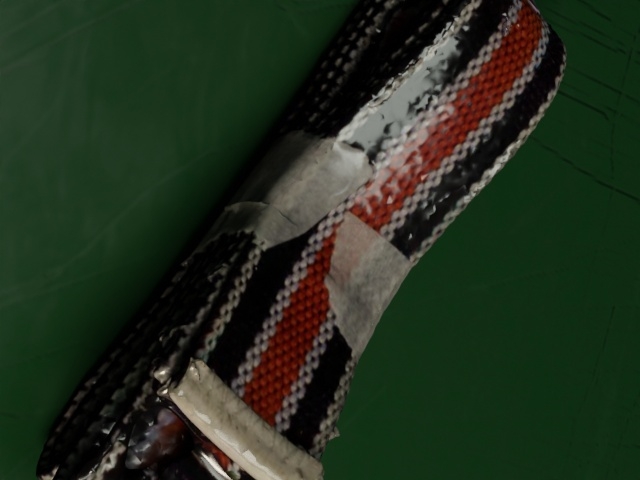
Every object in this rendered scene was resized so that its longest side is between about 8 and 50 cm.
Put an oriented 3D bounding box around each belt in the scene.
[{"bbox_3d":[0.000,0.000,0.774,0.094,0.126,0.359,44,64,-19],"label":"belt"}]
